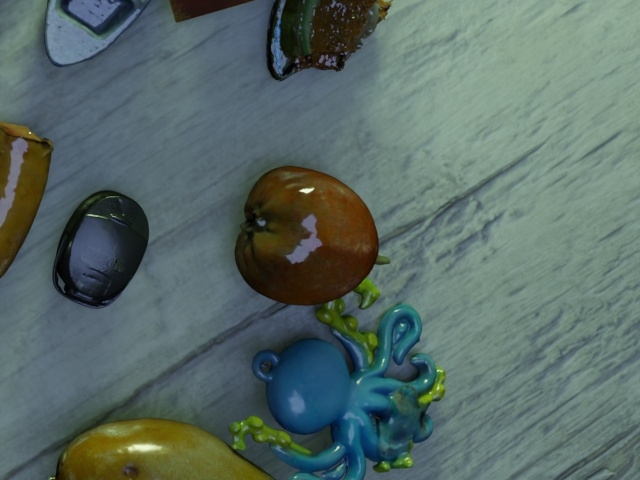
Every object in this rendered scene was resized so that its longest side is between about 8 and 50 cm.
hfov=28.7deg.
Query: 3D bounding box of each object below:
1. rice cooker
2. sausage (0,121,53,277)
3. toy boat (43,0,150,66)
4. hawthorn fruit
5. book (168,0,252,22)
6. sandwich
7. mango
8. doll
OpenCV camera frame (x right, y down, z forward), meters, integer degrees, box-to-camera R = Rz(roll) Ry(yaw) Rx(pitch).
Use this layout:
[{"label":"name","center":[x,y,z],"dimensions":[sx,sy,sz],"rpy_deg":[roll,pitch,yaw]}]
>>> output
[{"label":"rice cooker","center":[-0.307,0.010,1.751],"dimensions":[0.112,0.106,0.165],"rpy_deg":[27,97,-22]},{"label":"sausage","center":[-0.449,-0.028,1.699],"dimensions":[0.109,0.109,0.270],"rpy_deg":[25,93,-22]},{"label":"toy boat","center":[-0.285,-0.357,1.687],"dimensions":[0.127,0.078,0.283],"rpy_deg":[32,92,-23]},{"label":"hawthorn fruit","center":[0.000,0.000,1.817],"dimensions":[0.251,0.199,0.199],"rpy_deg":[14,98,-33]},{"label":"book","center":[-0.045,-0.448,1.637],"dimensions":[0.374,0.028,0.262],"rpy_deg":[-17,133,-3]},{"label":"sandwich","center":[0.006,-0.325,1.789],"dimensions":[0.159,0.079,0.235],"rpy_deg":[41,88,-22]},{"label":"mango","center":[-0.205,0.373,1.813],"dimensions":[0.384,0.199,0.221],"rpy_deg":[16,111,-17]},{"label":"doll","center":[0.037,0.235,1.915],"dimensions":[0.341,0.099,0.346],"rpy_deg":[30,71,-29]}]
